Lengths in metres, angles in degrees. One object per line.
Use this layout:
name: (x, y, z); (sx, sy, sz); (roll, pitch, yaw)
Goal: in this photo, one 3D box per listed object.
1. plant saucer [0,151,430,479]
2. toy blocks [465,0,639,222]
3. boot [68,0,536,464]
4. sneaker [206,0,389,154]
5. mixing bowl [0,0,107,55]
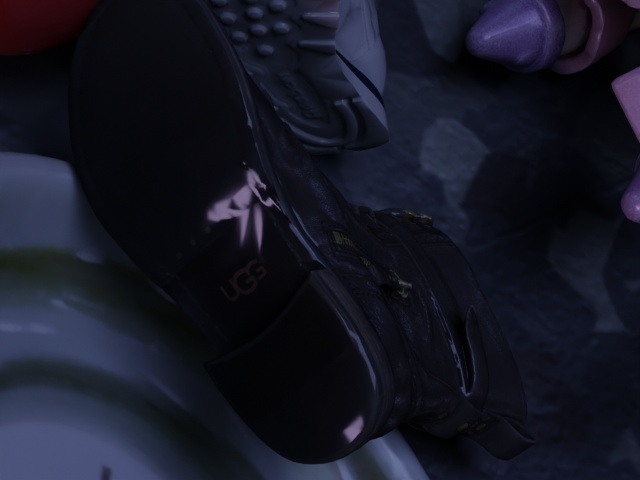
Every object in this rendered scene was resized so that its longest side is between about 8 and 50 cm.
plant saucer: (-0.075, 0.151, 0.750); (0.400, 0.100, 0.400); (39, 29, -27)
toy blocks: (0.238, -0.075, 0.933); (0.260, 0.309, 0.288); (-21, 82, -39)
boot: (0.000, 0.000, 0.875); (0.263, 0.091, 0.229); (63, 22, 11)
sneaker: (-0.021, -0.131, 0.890); (0.090, 0.235, 0.095); (1, 65, 13)
mixing bowl: (-0.149, -0.152, 0.858); (0.181, 0.098, 0.181); (-1, 43, 1)
